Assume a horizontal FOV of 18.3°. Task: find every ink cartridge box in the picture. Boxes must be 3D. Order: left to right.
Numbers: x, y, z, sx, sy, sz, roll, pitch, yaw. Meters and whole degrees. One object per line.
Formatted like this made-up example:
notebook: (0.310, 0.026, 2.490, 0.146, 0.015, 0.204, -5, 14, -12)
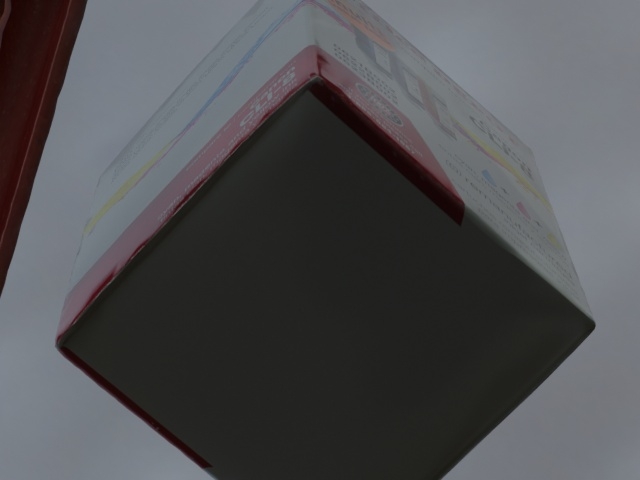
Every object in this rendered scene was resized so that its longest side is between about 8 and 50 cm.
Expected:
ink cartridge box: (0.000, 0.000, 0.706, 0.128, 0.176, 0.127, 40, -76, -15)

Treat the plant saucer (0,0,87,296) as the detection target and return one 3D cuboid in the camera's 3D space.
plant saucer: (-0.228, -0.015, 0.627, 0.258, 0.048, 0.259, 16, -89, -13)
